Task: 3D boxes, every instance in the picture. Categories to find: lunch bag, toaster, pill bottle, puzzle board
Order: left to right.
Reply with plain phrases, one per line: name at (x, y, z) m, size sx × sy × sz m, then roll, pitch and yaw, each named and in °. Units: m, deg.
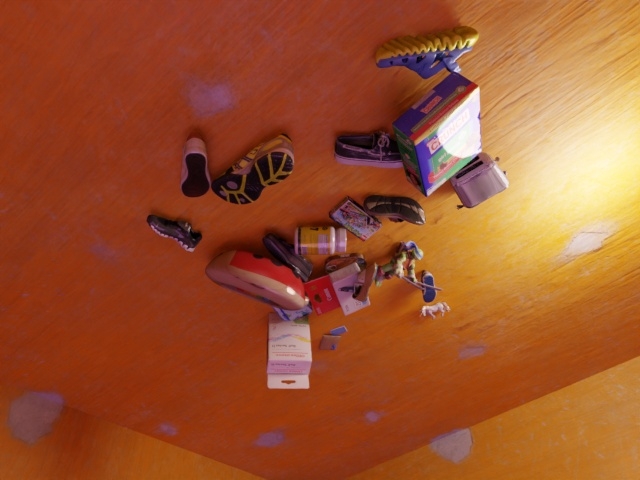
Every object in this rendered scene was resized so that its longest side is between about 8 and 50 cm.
lunch bag at (-0.148, 0.282, 1.970) m, size 0.176 × 0.090 × 0.219 m, roll -19°, pitch 128°, yaw 13°
pill bottle at (0.000, 0.000, 1.722) m, size 0.208 × 0.119 × 0.119 m, roll 0°, pitch 130°, yaw 1°
puzzle board at (0.048, 0.553, 2.261) m, size 0.096 × 0.011 × 0.128 m, roll 4°, pitch 133°, yaw -11°
toaster at (0.594, -0.231, 1.608) m, size 0.227 × 0.129 × 0.146 m, roll -31°, pitch 122°, yaw 21°

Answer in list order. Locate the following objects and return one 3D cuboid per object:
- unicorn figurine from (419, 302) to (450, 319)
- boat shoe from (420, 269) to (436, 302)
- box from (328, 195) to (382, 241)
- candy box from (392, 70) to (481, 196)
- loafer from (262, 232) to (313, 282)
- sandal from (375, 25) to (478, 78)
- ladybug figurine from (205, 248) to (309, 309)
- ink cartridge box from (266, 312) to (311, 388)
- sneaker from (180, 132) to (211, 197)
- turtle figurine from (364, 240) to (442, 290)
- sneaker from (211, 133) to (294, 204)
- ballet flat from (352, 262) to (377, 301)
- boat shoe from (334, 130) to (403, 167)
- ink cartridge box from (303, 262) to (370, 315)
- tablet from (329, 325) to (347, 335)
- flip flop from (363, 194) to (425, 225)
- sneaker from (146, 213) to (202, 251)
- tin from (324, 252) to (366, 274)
unicorn figurine at (0.577, 0.360, 2.143) m, size 0.162 × 0.060 × 0.111 m, roll -33°, pitch 127°, yaw -1°
boat shoe at (0.516, 0.218, 2.005) m, size 0.066 × 0.066 × 0.183 m, roll -10°, pitch 124°, yaw -1°
box at (0.147, -0.087, 1.731) m, size 0.207 × 0.036 × 0.114 m, roll 33°, pitch 119°, yaw -29°
candy box at (0.396, -0.340, 1.387) m, size 0.268 × 0.122 × 0.317 m, roll -40°, pitch 145°, yaw -2°
loafer at (-0.135, 0.059, 1.798) m, size 0.095 × 0.109 × 0.302 m, roll -53°, pitch 128°, yaw -20°
sandal at (0.329, -0.568, 1.305) m, size 0.317 × 0.126 × 0.138 m, roll -7°, pitch 134°, yaw 1°
ladybug figurine at (-0.254, 0.162, 1.757) m, size 0.449 × 0.162 × 0.305 m, roll 22°, pitch 162°, yaw -5°
ink cartridge box at (-0.152, 0.518, 1.989) m, size 0.207 × 0.353 × 0.119 m, roll 3°, pitch 129°, yaw -10°
sneaker at (-0.442, -0.266, 1.490) m, size 0.106 × 0.123 × 0.290 m, roll 2°, pitch 151°, yaw -21°
turtle figurine at (0.345, 0.162, 1.834) m, size 0.266 × 0.198 × 0.274 m, roll -24°, pitch 93°, yaw 32°
sneaker at (-0.236, -0.248, 1.500) m, size 0.385 × 0.147 × 0.145 m, roll -18°, pitch 134°, yaw 32°
ballet flat at (0.186, 0.185, 1.805) m, size 0.073 × 0.080 × 0.232 m, roll 10°, pitch 130°, yaw -2°
boat shoe at (0.203, -0.335, 1.485) m, size 0.306 × 0.113 × 0.105 m, roll 5°, pitch 144°, yaw 1°
ink cartridge box at (0.081, 0.253, 1.929) m, size 0.261 × 0.066 × 0.296 m, roll -23°, pitch 139°, yaw -1°
tablet at (0.096, 0.480, 2.212) m, size 0.083 × 0.006 × 0.054 m, roll -21°, pitch 129°, yaw 12°
flip flop at (0.297, -0.117, 1.691) m, size 0.277 × 0.112 × 0.080 m, roll 6°, pitch 154°, yaw -15°
sneaker at (-0.569, -0.048, 1.659) m, size 0.106 × 0.078 × 0.234 m, roll -37°, pitch 128°, yaw 19°
tin at (0.113, 0.109, 1.890) m, size 0.190 × 0.040 × 0.106 m, roll -7°, pitch 126°, yaw -2°
